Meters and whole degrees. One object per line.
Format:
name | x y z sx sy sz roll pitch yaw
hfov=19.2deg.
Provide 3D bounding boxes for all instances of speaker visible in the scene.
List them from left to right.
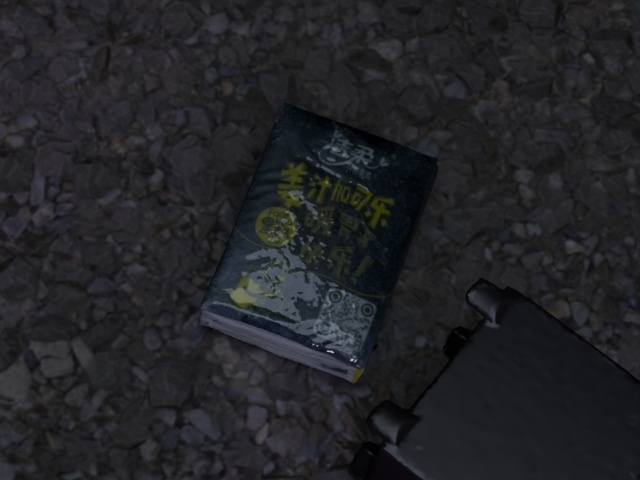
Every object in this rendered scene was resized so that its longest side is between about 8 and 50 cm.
speaker | 0.190 0.212 1.917 0.254 0.184 0.232 36 70 10

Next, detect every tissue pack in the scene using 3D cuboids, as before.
tissue pack | 0.000 0.000 2.023 0.185 0.081 0.257 21 69 0
